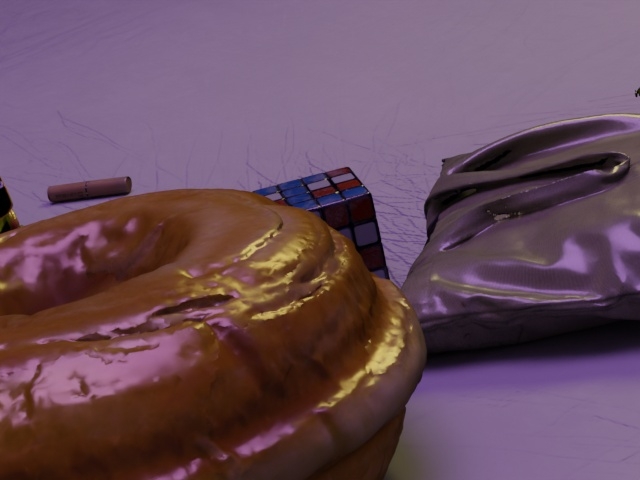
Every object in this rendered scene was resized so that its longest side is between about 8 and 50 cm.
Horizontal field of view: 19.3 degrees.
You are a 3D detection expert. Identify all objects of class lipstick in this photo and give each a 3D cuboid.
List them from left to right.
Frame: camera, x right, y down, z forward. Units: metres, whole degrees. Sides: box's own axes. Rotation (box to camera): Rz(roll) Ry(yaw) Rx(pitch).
[{"bbox_3d":[-0.250,-0.056,2.037,0.094,0.019,0.019,-7,20,18],"label":"lipstick"}]

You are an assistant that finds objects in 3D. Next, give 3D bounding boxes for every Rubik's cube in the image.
[{"bbox_3d":[0.000,0.000,1.615,0.092,0.092,0.092,-15,20,-7],"label":"Rubik's cube"}]

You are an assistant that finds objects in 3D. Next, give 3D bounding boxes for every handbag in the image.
[{"bbox_3d":[0.197,-0.017,1.516,0.253,0.109,0.316,-11,25,17],"label":"handbag"}]

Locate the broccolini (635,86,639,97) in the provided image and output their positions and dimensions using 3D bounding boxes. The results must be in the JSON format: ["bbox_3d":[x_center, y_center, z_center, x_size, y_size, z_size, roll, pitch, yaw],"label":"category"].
[{"bbox_3d":[0.397,-0.127,1.772,0.123,0.062,0.271,-3,14,-25],"label":"broccolini"}]

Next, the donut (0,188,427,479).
[{"bbox_3d":[-0.148,0.103,1.274,0.448,0.198,0.449,-12,17,4],"label":"donut"}]

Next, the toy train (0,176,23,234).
[{"bbox_3d":[-0.369,-0.042,1.871,0.100,0.161,0.296,-26,22,-15],"label":"toy train"}]
